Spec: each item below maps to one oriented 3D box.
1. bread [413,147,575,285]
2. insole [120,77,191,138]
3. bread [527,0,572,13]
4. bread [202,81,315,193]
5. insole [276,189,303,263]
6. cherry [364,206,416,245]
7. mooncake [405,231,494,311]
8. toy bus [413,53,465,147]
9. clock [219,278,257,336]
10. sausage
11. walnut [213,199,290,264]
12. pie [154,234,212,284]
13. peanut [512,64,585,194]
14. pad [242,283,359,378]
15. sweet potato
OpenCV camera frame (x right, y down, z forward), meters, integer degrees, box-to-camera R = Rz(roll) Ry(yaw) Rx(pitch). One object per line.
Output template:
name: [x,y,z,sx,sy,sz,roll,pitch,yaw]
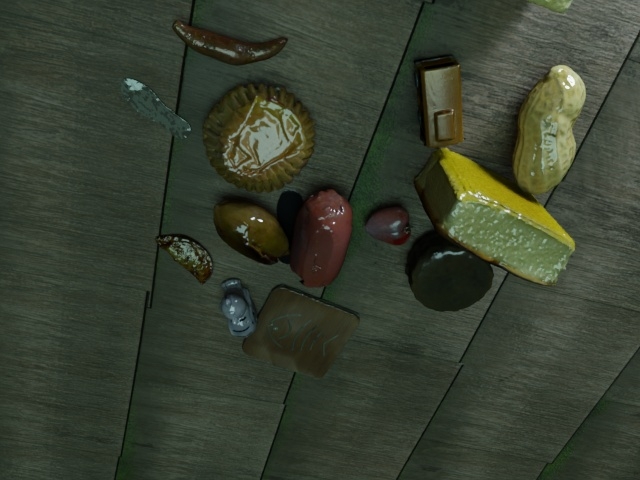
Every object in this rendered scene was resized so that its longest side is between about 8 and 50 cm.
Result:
bread: [0.402,-0.064,1.374,0.324,0.333,0.143,24,114,-11]
insole: [-0.395,-0.314,1.381,0.193,0.006,0.065,37,112,-21]
bread: [0.458,-0.666,1.117,0.237,0.165,0.375,16,118,-16]
bread: [-0.147,-0.233,1.359,0.274,0.149,0.274,0,114,-1]
insole: [-0.081,-0.033,1.557,0.080,0.003,0.232,3,120,-3]
cherry: [0.186,-0.043,1.514,0.126,0.087,0.106,23,125,6]
mooncake: [0.347,0.081,1.573,0.228,0.124,0.228,-1,125,-1]
toy bus: [0.279,-0.316,1.341,0.098,0.114,0.201,-8,120,4]
clock: [-0.234,0.209,1.627,0.080,0.117,0.176,-12,120,6]
sausage: [0.000,0.000,1.496,0.152,0.152,0.279,8,124,-7]
walnut: [-0.174,-0.021,1.491,0.245,0.137,0.137,35,113,-21]
pie: [-0.359,0.041,1.576,0.088,0.033,0.191,-36,115,13]
peanut: [0.539,-0.258,1.369,0.147,0.147,0.305,0,111,-2]
pad: [-0.063,0.283,1.732,0.284,0.018,0.286,23,117,-14]
sweet potato: [-0.203,-0.435,1.291,0.255,0.058,0.078,6,99,-10]
